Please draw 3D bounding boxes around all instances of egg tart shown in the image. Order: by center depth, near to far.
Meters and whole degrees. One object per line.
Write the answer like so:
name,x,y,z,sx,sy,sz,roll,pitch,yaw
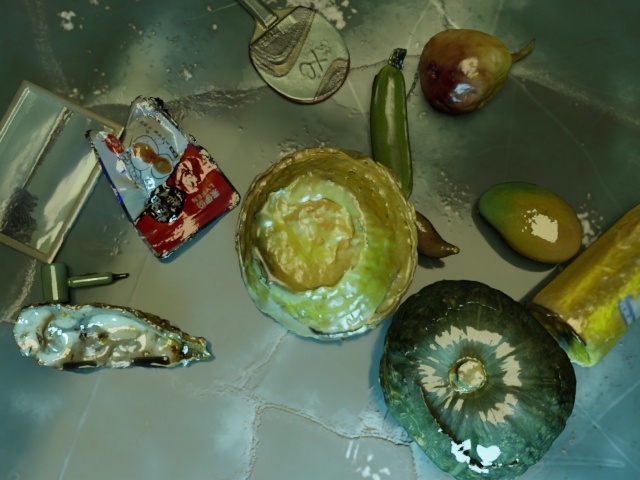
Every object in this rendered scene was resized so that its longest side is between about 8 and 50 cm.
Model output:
egg tart,0.000,0.000,1.446,0.345,0.132,0.345,-1,85,13

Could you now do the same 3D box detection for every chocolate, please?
chocolate,0.552,0.020,1.479,0.445,0.162,0.162,-43,83,-10

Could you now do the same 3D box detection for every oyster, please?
oyster,-0.359,0.171,1.477,0.345,0.078,0.129,6,100,-2

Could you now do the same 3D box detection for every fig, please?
fig,0.301,-0.327,1.564,0.257,0.159,0.159,-24,80,-25

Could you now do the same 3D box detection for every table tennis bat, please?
table tennis bat,-0.072,-0.389,1.612,0.173,0.022,0.301,-41,85,-9

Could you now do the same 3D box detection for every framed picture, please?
framed picture,-0.515,-0.126,1.552,0.213,0.016,0.289,25,80,3

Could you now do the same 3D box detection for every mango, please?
mango,0.374,-0.035,1.524,0.194,0.092,0.130,23,81,12

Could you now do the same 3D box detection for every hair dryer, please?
hair dryer,-0.415,0.072,1.511,0.150,0.047,0.071,-7,82,-13

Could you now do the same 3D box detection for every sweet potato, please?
sweet potato,0.140,-0.033,1.533,0.249,0.059,0.069,29,45,16

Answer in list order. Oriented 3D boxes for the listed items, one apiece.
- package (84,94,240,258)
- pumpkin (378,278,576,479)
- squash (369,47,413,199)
package,-0.294,-0.123,1.537,0.194,0.071,0.269,-39,95,-6
pumpkin,0.245,0.224,1.387,0.327,0.257,0.291,38,87,11
squash,0.130,-0.192,1.548,0.080,0.071,0.318,-11,74,40
